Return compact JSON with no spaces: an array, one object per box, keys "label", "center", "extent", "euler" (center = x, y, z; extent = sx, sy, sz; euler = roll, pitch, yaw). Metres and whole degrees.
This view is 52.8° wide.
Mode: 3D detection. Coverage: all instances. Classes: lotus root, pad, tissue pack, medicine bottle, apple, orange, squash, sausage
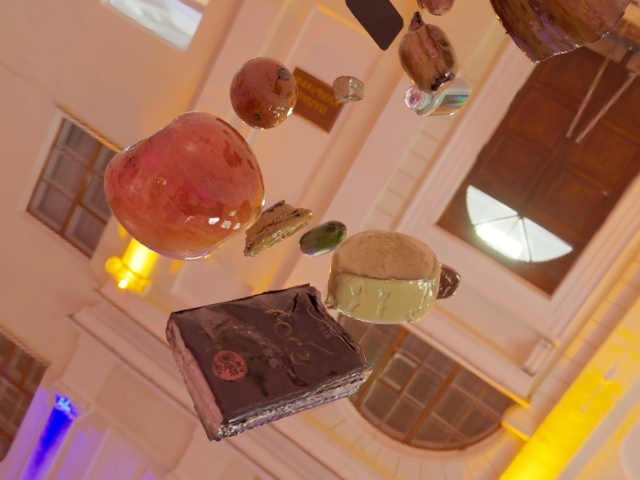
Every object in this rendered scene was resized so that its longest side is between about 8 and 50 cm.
[{"label":"lotus root","center":[0.253,-0.448,1.544],"extent":[0.118,0.125,0.220],"euler":[68,-178,-67]},{"label":"pad","center":[0.141,-0.761,2.315],"extent":[0.250,0.323,0.055],"euler":[44,178,-30]},{"label":"tissue pack","center":[-0.092,0.202,1.177],"extent":[0.333,0.123,0.245],"euler":[-8,-128,-38]},{"label":"medicine bottle","center":[0.327,-0.406,1.831],"extent":[0.229,0.121,0.083],"euler":[-15,-113,-47]},{"label":"apple","center":[-0.315,-0.122,1.554],"extent":[0.364,0.363,0.364],"euler":[27,-163,-9]},{"label":"lotus root","center":[0.506,-0.560,1.351],"extent":[0.250,0.316,0.316],"euler":[42,-164,-8]},{"label":"orange","center":[-0.157,-0.404,1.776],"extent":[0.206,0.206,0.206],"euler":[27,-163,-9]},{"label":"squash","center":[-0.001,0.001,1.818],"extent":[0.082,0.082,0.292],"euler":[25,163,-15]},{"label":"sausage","center":[0.235,-0.596,1.450],"extent":[0.088,0.088,0.433],"euler":[23,-145,-21]}]

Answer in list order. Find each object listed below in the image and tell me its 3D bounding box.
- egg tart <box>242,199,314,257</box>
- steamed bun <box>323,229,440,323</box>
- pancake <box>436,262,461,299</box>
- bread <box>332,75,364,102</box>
[{"label":"egg tart","center":[-0.160,-0.049,2.190],"extent":[0.123,0.294,0.294],"euler":[58,-161,0]},{"label":"steamed bun","center":[0.147,0.087,1.560],"extent":[0.273,0.232,0.166],"euler":[4,-128,7]},{"label":"pancake","center":[0.359,0.128,1.965],"extent":[0.140,0.139,0.022],"euler":[26,-154,-11]},{"label":"bread","center":[0.088,-0.473,2.020],"extent":[0.070,0.076,0.083],"euler":[-2,179,-44]}]
